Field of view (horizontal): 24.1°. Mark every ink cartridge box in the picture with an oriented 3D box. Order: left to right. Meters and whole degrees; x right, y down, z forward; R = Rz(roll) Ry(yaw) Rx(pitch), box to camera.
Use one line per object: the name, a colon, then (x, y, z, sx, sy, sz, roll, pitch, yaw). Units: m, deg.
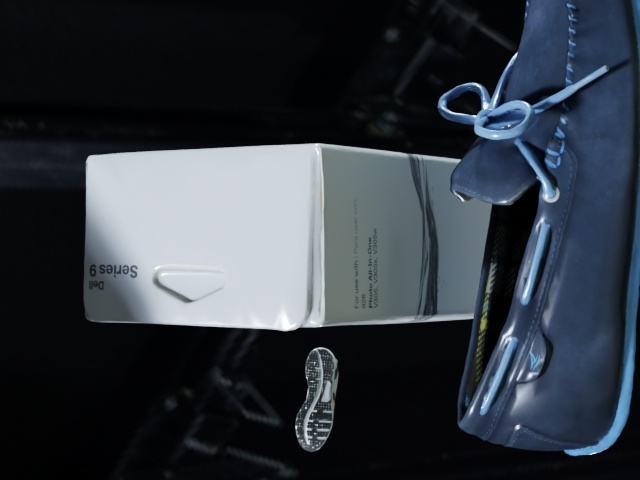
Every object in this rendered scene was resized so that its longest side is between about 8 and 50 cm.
ink cartridge box: (0.000, 0.000, 1.092, 0.289, 0.211, 0.122, 2, -92, -55)

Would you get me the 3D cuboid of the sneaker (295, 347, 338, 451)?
sneaker: (0.002, 0.169, 1.581, 0.044, 0.040, 0.109, 26, -106, -73)

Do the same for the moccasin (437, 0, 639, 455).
moccasin: (0.139, -0.033, 0.949, 0.116, 0.138, 0.342, 1, -92, -6)
